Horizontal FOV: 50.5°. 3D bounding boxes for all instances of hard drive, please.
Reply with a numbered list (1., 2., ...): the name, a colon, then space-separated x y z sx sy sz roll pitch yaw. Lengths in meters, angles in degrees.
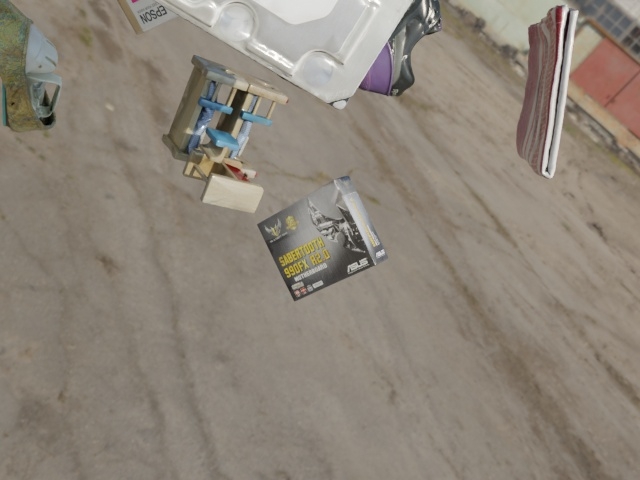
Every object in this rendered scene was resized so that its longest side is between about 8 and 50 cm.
1. hard drive: -0.062 -0.294 0.578 0.339 0.237 0.064 27 18 -22

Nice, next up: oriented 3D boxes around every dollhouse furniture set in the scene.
1. dollhouse furniture set: -0.104 -0.135 0.890 0.129 0.129 0.183 11 25 -36

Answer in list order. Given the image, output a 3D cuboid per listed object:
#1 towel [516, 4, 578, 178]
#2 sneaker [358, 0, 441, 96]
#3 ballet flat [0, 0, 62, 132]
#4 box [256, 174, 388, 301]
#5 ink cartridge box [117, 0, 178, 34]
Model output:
1. towel: 0.345 -0.231 1.063 0.037 0.237 0.329 5 13 10
2. sneaker: 0.117 -0.340 0.932 0.124 0.283 0.107 18 14 -1
3. ballet flat: -0.539 -0.316 1.253 0.123 0.348 0.123 8 62 -15
4. box: 0.000 0.000 1.361 0.056 0.231 0.183 -25 89 -53
5. ink cartridge box: -0.287 -0.499 1.216 0.088 0.235 0.193 -48 121 -40
